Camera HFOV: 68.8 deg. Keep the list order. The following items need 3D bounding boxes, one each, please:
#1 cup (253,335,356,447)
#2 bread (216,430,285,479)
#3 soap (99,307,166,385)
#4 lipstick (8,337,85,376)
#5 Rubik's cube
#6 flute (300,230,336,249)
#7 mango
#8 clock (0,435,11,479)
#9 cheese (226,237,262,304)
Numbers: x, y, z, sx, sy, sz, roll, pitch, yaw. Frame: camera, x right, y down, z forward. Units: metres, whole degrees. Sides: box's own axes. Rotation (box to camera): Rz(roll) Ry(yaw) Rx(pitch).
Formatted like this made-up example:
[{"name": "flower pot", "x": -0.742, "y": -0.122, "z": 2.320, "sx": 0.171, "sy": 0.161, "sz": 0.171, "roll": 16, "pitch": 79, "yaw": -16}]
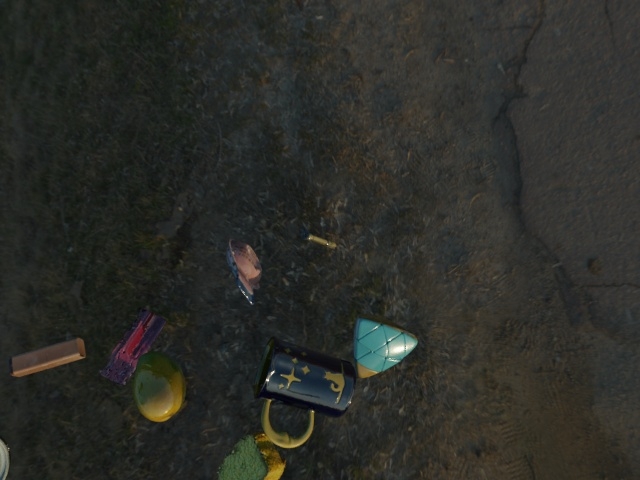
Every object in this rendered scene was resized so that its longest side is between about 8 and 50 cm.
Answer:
[{"name": "cup", "x": -0.056, "y": 0.431, "z": 1.319, "sx": 0.256, "sy": 0.178, "sz": 0.255, "roll": 21, "pitch": 84, "yaw": -11}, {"name": "bread", "x": -0.198, "y": 0.688, "z": 1.423, "sx": 0.160, "sy": 0.147, "sz": 0.260, "roll": 47, "pitch": 116, "yaw": 36}, {"name": "soap", "x": -0.650, "y": 0.368, "z": 1.613, "sx": 0.099, "sy": 0.162, "sz": 0.250, "roll": 37, "pitch": 62, "yaw": -15}, {"name": "lipstick", "x": -0.614, "y": 0.263, "z": 1.052, "sx": 0.145, "sy": 0.045, "sz": 0.045, "roll": -16, "pitch": 69, "yaw": -11}, {"name": "Rubik's cube", "x": 0.175, "y": 0.370, "z": 1.657, "sx": 0.255, "sy": 0.254, "sz": 0.254, "roll": -2, "pitch": 79, "yaw": 9}, {"name": "flute", "x": 0.000, "y": 0.000, "z": 1.347, "sx": 0.027, "sy": 0.233, "sz": 0.027, "roll": -3, "pitch": 82, "yaw": 21}, {"name": "mango", "x": -0.409, "y": 0.359, "z": 1.175, "sx": 0.130, "sy": 0.091, "sz": 0.194, "roll": -13, "pitch": 43, "yaw": -34}, {"name": "clock", "x": -0.708, "y": 0.461, "z": 0.929, "sx": 0.063, "sy": 0.155, "sz": 0.229, "roll": -10, "pitch": 99, "yaw": 21}, {"name": "cheese", "x": -0.234, "y": 0.090, "z": 1.441, "sx": 0.074, "sy": 0.286, "sz": 0.189, "roll": -29, "pitch": 120, "yaw": 5}]
